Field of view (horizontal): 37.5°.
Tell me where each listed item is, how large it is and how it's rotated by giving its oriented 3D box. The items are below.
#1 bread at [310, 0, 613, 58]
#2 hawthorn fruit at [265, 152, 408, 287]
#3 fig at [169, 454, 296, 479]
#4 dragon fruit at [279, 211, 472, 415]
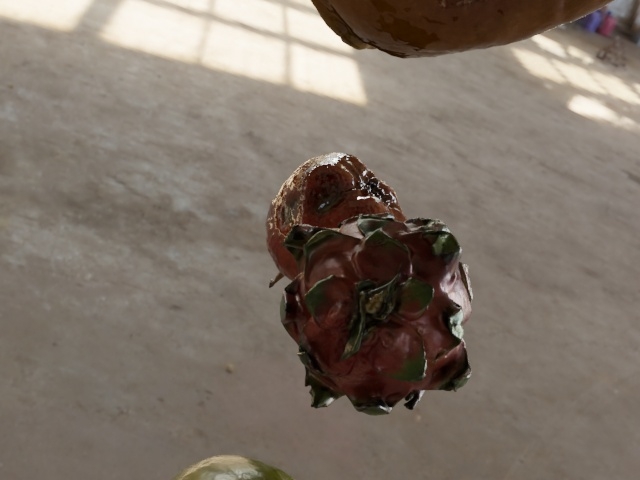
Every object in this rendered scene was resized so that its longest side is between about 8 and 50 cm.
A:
[{"bbox_3d":[0.153,-0.270,0.595,0.236,0.388,0.183,44,20,-43],"label":"bread"},{"bbox_3d":[0.000,0.000,1.366,0.207,0.243,0.207,38,26,-22],"label":"hawthorn fruit"},{"bbox_3d":[-0.043,0.194,0.517,0.136,0.153,0.121,-6,-16,-2],"label":"fig"},{"bbox_3d":[0.043,0.038,0.695,0.137,0.135,0.236,0,23,3],"label":"dragon fruit"}]
